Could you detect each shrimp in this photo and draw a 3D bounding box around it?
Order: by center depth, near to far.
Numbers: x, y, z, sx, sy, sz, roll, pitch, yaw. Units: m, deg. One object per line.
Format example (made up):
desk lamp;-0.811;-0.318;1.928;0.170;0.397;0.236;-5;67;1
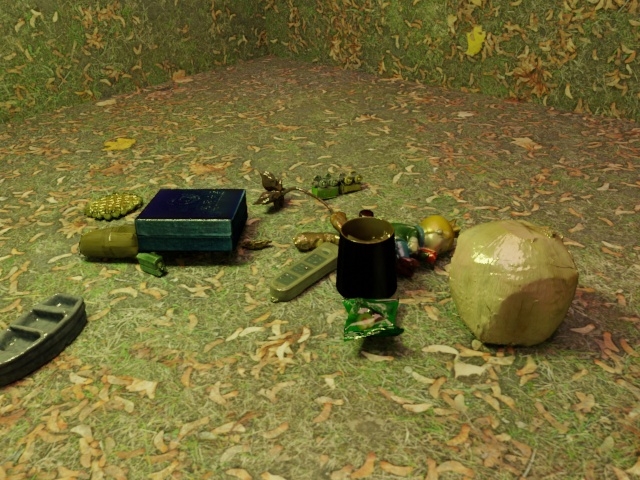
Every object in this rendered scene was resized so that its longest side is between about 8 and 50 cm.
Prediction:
shrimp;0.078;-0.036;1.708;0.051;0.132;0.187;-41;11;13

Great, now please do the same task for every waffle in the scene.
waffle;-0.723;-0.124;1.948;0.169;0.036;0.183;12;31;27

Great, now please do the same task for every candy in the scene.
candy;0.120;0.186;1.336;0.141;0.078;0.203;11;20;1

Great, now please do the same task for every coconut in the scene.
coconut;0.450;0.079;1.319;0.297;0.254;0.297;-1;33;1

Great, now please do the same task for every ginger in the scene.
ginger;0.001;-0.001;1.680;0.173;0.051;0.069;-3;23;-2

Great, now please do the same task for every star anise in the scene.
star anise;-0.089;-0.143;1.851;0.227;0.218;0.148;-6;32;36

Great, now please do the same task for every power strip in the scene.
power strip;-0.038;0.085;1.543;0.080;0.048;0.286;21;39;35

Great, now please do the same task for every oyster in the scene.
oyster;-0.196;0.009;1.696;0.093;0.034;0.051;1;13;27

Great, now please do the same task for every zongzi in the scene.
zongzi;-0.614;-0.012;1.708;0.205;0.094;0.204;-1;20;7

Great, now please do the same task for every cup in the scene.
cup;0.107;0.029;1.499;0.166;0.177;0.239;-13;32;-17

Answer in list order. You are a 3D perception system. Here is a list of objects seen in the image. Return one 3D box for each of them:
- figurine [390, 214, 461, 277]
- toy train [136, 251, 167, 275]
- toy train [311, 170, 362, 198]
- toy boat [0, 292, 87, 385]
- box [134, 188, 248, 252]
figurine;0.301;0.013;1.582;0.234;0.127;0.185;2;40;-19
toy train;-0.480;0.065;1.593;0.093;0.056;0.038;16;39;32
toy train;0.060;-0.198;1.987;0.202;0.081;0.060;-11;32;-27
toy boat;-0.673;0.227;1.312;0.127;0.078;0.283;9;33;16
box;-0.376;-0.067;1.678;0.279;0.116;0.261;1;24;1
